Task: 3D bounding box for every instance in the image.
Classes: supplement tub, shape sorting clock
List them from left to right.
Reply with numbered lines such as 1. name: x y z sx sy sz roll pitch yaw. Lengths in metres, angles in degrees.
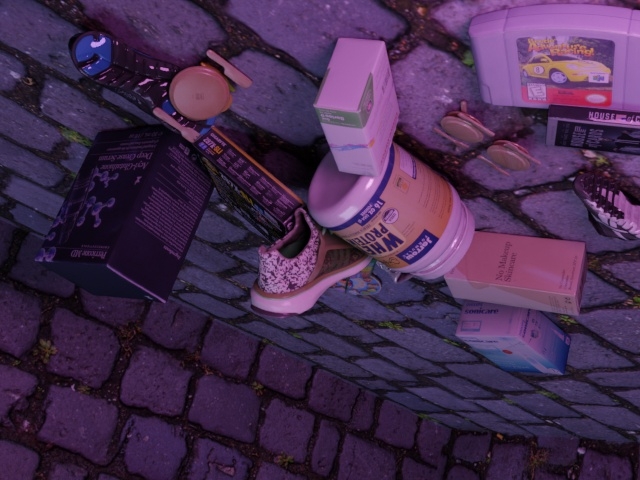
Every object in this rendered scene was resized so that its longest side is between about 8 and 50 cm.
1. shape sorting clock: 0.094 0.130 2.325 0.206 0.040 0.206 16 158 7
2. supplement tub: 0.155 -0.070 1.550 0.316 0.228 0.228 31 155 -29

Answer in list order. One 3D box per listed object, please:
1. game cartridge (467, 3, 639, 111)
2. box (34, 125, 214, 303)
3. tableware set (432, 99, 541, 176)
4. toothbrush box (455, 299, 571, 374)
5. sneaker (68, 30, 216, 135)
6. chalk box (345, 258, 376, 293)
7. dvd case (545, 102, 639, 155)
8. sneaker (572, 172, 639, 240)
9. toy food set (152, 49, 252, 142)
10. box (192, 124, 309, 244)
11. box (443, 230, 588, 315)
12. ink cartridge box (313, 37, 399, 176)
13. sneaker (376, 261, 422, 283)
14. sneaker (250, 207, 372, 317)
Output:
1. game cartridge: 0.380 -0.278 1.115 0.294 0.060 0.196 8 152 25
2. box: -0.481 -0.069 1.839 0.293 0.396 0.212 1 153 36
3. tableware set: 0.319 -0.195 1.380 0.194 0.039 0.128 29 168 -11
4. toothbrush box: 0.587 0.292 2.200 0.216 0.126 0.295 -5 147 46
5. sneaker: -0.368 -0.340 1.529 0.340 0.125 0.139 31 -177 -36
6. chalk box: 0.065 0.024 1.822 0.132 0.213 0.132 -5 160 -8
7. dvd case: 0.499 -0.178 1.203 0.238 0.030 0.179 8 175 17
8. sneaker: 0.570 -0.055 1.451 0.234 0.078 0.106 26 155 -24
9. toy food set: -0.247 -0.304 1.497 0.192 0.039 0.132 -40 127 21
10. box: -0.149 -0.099 1.748 0.322 0.079 0.257 41 164 23
11. box: 0.471 0.074 1.752 0.311 0.148 0.121 6 154 26
12. ink cartridge box: 0.072 -0.237 1.318 0.093 0.154 0.212 10 157 21
13. sneaker: 0.196 0.058 1.970 0.232 0.115 0.090 4 154 33
14. sneaker: 0.000 0.000 1.596 0.158 0.410 0.182 18 130 30
